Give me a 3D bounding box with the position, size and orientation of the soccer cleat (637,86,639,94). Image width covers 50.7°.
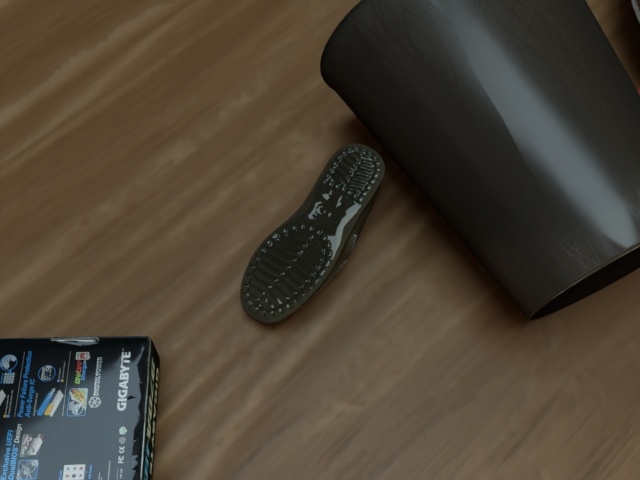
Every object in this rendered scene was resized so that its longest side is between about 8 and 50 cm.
[{"bbox_3d":[0.319,-0.023,0.492,0.095,0.083,0.248,-6,57,-32],"label":"soccer cleat"}]

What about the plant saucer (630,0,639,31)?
[{"bbox_3d":[0.413,-0.190,0.579,0.311,0.050,0.310,0,64,0],"label":"plant saucer"}]

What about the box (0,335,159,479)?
[{"bbox_3d":[-0.192,0.167,0.401,0.175,0.051,0.220,0,65,-6],"label":"box"}]

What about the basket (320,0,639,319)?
[{"bbox_3d":[0.139,-0.073,0.472,0.204,0.154,0.226,-22,70,-14],"label":"basket"}]

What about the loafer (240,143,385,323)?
[{"bbox_3d":[0.000,0.000,0.491,0.056,0.050,0.148,37,86,20],"label":"loafer"}]
